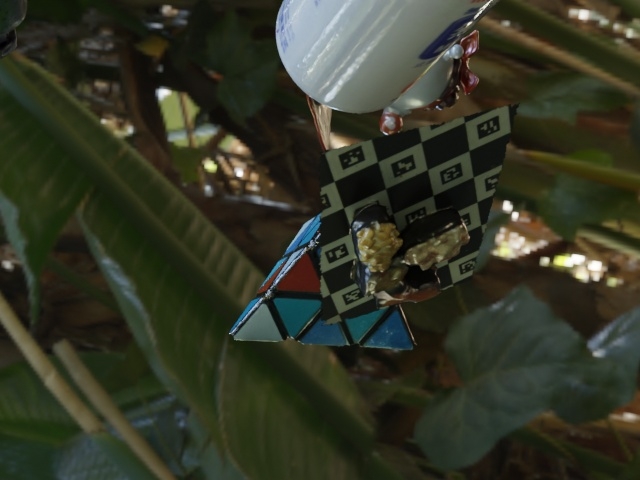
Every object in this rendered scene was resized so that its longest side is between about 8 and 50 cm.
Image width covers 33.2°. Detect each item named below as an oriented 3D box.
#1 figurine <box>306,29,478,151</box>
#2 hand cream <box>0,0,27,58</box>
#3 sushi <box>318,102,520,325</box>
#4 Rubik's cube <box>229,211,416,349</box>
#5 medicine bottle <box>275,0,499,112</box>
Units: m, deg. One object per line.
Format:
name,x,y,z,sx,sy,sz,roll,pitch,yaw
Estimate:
figurine,0.105,-0.240,1.471,0.160,0.226,0.184,69,-159,-56
hand cream,-0.212,-0.221,0.649,0.271,0.058,0.091,106,-176,-50
sushi,0.090,0.001,1.026,0.280,0.192,0.043,94,156,-52
Rubik's cube,0.000,0.000,1.626,0.234,0.284,0.250,-108,21,-61
medicine bottle,0.076,-0.209,0.739,0.341,0.130,0.130,139,148,-65
